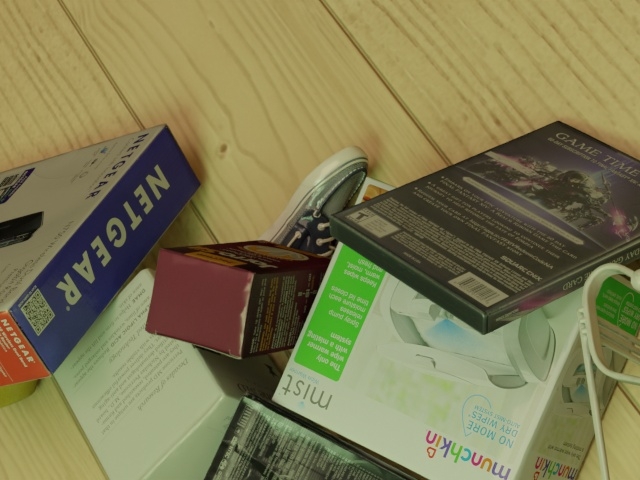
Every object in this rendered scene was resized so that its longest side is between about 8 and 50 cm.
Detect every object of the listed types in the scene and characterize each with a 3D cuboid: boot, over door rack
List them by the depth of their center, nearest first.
[{"bbox_3d":[0.291,0.202,1.261,0.108,0.239,0.324,-12,63,38],"label":"over door rack"},{"bbox_3d":[0.000,0.000,1.639,0.190,0.069,0.086,-50,63,22],"label":"boot"}]

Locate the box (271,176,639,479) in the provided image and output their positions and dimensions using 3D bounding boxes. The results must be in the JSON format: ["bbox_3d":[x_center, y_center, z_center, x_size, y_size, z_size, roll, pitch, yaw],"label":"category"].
[{"bbox_3d":[0.126,0.099,1.489,0.262,0.127,0.231,24,89,34],"label":"box"}]

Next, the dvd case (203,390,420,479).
[{"bbox_3d":[-0.004,0.257,1.511,0.221,0.018,0.164,27,108,7],"label":"dvd case"}]

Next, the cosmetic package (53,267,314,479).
[{"bbox_3d":[-0.136,0.156,1.617,0.151,0.151,0.184,-47,52,13],"label":"cosmetic package"}]

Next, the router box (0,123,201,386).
[{"bbox_3d":[-0.323,0.029,1.697,0.301,0.082,0.335,-14,27,33],"label":"router box"}]

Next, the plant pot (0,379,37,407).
[{"bbox_3d":[-0.359,0.132,1.806,0.134,0.134,0.095,-14,99,30],"label":"plant pot"}]

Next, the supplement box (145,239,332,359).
[{"bbox_3d":[-0.064,0.051,1.530,0.104,0.188,0.081,14,99,26],"label":"supplement box"}]

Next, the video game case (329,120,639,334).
[{"bbox_3d":[0.174,-0.019,1.412,0.196,0.274,0.026,33,135,43],"label":"video game case"}]
